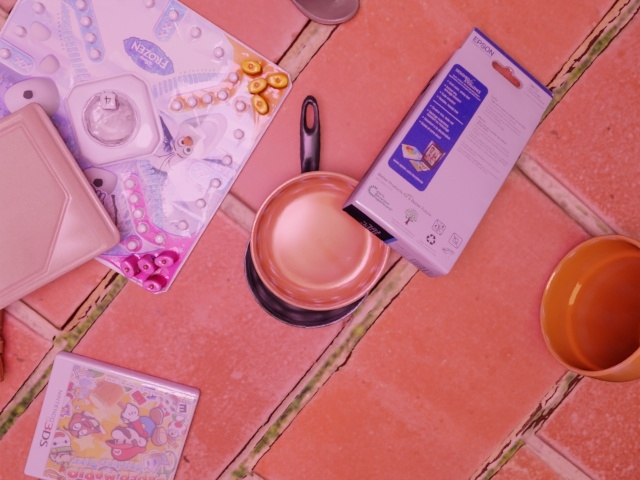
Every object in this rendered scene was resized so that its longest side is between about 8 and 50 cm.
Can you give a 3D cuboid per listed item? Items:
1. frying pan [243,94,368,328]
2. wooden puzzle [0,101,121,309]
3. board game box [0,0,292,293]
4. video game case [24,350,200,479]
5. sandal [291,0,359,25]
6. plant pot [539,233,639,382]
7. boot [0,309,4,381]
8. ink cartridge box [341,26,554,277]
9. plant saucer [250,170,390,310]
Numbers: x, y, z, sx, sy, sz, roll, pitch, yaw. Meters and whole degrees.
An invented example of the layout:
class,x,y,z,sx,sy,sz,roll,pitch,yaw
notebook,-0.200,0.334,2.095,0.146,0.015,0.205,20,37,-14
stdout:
class,x,y,z,sx,sy,sz,roll,pitch,yaw
frying pan,-0.040,-0.025,0.858,0.197,0.053,0.326,-22,96,-1
wooden puzzle,-0.428,-0.038,0.788,0.239,0.044,0.220,-29,99,-1
board game box,-0.302,-0.174,0.826,0.390,0.050,0.390,32,95,-7
video game case,-0.326,0.301,0.903,0.227,0.026,0.206,17,97,-5
sandal,-0.025,-0.373,0.810,0.180,0.049,0.072,40,94,-7
plant pot,0.467,0.116,0.840,0.188,0.205,0.205,19,97,-21
boot,-0.609,0.124,0.834,0.284,0.109,0.220,-8,99,-11
ink cartridge box,0.187,-0.127,0.815,0.165,0.065,0.332,38,74,-7
plant saucer,0.000,0.000,0.824,0.200,0.037,0.199,-1,99,-6
